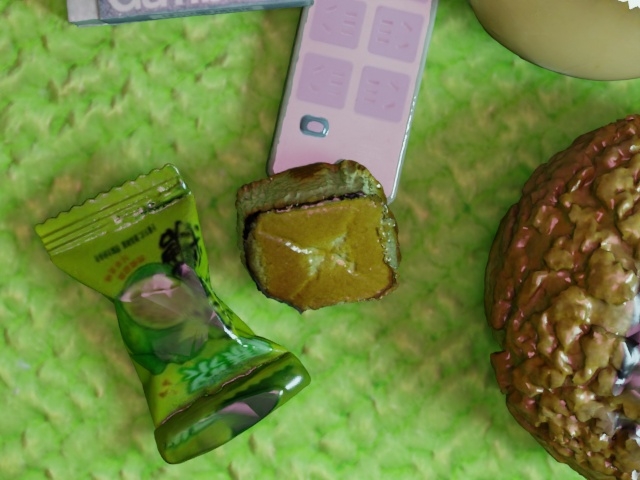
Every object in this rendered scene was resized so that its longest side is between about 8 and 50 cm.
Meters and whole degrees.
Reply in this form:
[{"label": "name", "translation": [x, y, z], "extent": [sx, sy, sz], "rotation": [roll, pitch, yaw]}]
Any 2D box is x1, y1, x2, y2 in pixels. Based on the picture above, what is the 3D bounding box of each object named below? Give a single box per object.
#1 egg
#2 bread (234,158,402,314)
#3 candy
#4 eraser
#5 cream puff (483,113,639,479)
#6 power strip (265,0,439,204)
[{"label": "egg", "translation": [0.230, -0.237, 1.569], "extent": [0.244, 0.201, 0.201], "rotation": [30, 89, -9]}, {"label": "bread", "translation": [0.000, 0.000, 1.599], "extent": [0.140, 0.069, 0.128], "rotation": [-12, 122, 7]}, {"label": "candy", "translation": [-0.128, 0.060, 1.612], "extent": [0.149, 0.069, 0.246], "rotation": [-29, 101, 1]}, {"label": "eraser", "translation": [-0.115, -0.238, 1.589], "extent": [0.212, 0.046, 0.092], "rotation": [-6, 91, 5]}, {"label": "cream puff", "translation": [0.306, 0.054, 1.580], "extent": [0.343, 0.231, 0.327], "rotation": [-37, 93, -3]}, {"label": "power strip", "translation": [0.032, -0.156, 1.630], "extent": [0.118, 0.046, 0.270], "rotation": [12, 92, -7]}]
